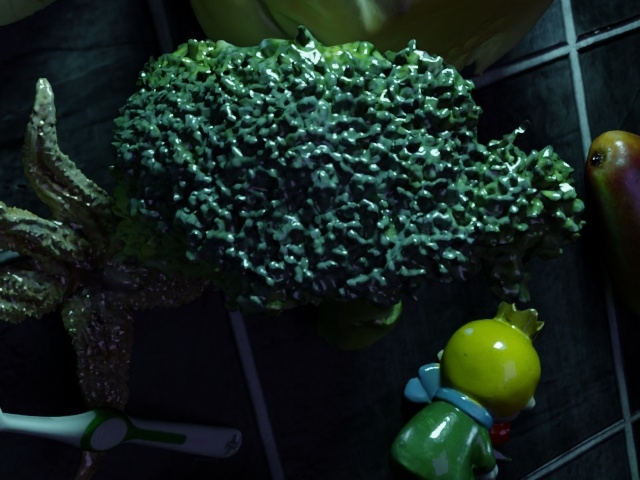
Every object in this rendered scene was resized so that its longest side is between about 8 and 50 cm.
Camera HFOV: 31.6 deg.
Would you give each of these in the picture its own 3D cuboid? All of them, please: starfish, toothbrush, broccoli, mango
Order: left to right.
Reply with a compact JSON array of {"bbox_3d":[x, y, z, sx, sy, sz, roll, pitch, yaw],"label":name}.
[{"bbox_3d":[-0.236,0.029,0.971,0.293,0.084,0.301,44,74,-43],"label":"starfish"},{"bbox_3d":[-0.181,0.165,0.977,0.418,0.040,0.042,24,90,-57],"label":"toothbrush"},{"bbox_3d":[-0.025,-0.025,0.984,0.353,0.397,0.275,44,75,-8],"label":"broccoli"},{"bbox_3d":[0.392,-0.017,1.363,0.133,0.111,0.267,-43,124,-32],"label":"mango"}]

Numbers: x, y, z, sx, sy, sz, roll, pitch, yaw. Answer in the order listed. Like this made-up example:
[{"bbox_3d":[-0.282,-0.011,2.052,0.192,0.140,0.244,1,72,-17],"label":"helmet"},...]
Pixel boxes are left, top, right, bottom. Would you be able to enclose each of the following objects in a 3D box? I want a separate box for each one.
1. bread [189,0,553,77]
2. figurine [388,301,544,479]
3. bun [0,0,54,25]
[{"bbox_3d":[0.089,-0.273,1.038,0.424,0.245,0.329,-25,112,-31],"label":"bread"},{"bbox_3d":[0.184,0.191,1.267,0.185,0.127,0.234,48,63,-35],"label":"figurine"},{"bbox_3d":[-0.262,-0.277,0.890,0.237,0.116,0.210,-26,113,-25],"label":"bun"}]
